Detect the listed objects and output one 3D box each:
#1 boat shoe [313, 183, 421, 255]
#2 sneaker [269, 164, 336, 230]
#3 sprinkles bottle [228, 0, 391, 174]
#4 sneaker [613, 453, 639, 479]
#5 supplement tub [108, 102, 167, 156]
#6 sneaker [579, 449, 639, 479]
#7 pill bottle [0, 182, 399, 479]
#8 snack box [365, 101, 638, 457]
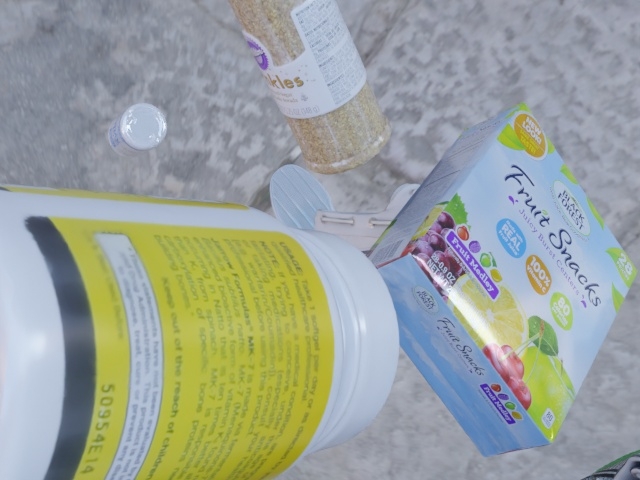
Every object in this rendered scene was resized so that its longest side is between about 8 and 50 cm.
[{"bbox_3d":[0.097,-0.013,1.095,0.096,0.267,0.088,-2,85,-44],"label":"boat shoe"},{"bbox_3d":[0.000,0.000,1.794,0.094,0.091,0.258,-29,78,-5],"label":"sneaker"},{"bbox_3d":[-0.030,-0.247,1.327,0.121,0.121,0.355,-36,125,-12],"label":"sprinkles bottle"},{"bbox_3d":[0.344,0.200,0.910,0.163,0.226,0.086,10,61,-43],"label":"sneaker"},{"bbox_3d":[-0.275,-0.164,1.693,0.071,0.107,0.071,2,85,-22],"label":"supplement tub"},{"bbox_3d":[0.292,0.329,1.231,0.343,0.146,0.134,-30,64,-14],"label":"sneaker"},{"bbox_3d":[-0.067,0.042,0.427,0.208,0.119,0.119,3,80,-52],"label":"pill bottle"},{"bbox_3d":[0.137,0.024,0.840,0.174,0.070,0.207,52,46,-14],"label":"snack box"}]
